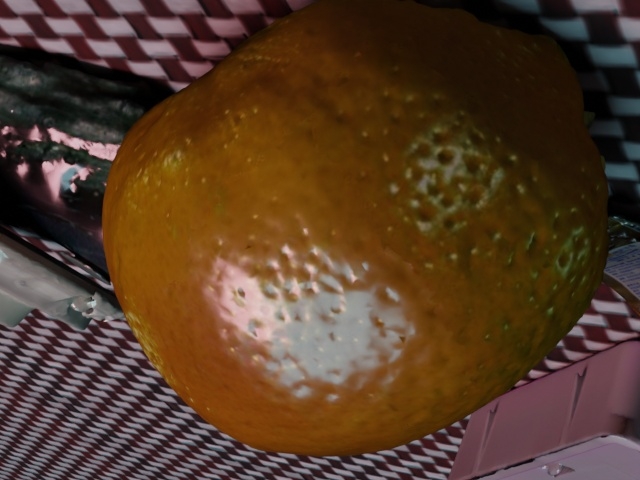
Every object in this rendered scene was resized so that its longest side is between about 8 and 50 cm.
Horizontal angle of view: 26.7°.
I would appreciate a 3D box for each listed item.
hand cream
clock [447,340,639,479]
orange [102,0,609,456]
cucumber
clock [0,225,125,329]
[{"bbox_3d":[0.174,0.037,0.648,0.163,0.039,0.062,40,151,-22],"label":"hand cream"},{"bbox_3d":[0.181,0.135,0.791,0.150,0.063,0.197,27,153,-12],"label":"clock"},{"bbox_3d":[-0.002,0.003,0.571,0.179,0.158,0.237,51,146,-18],"label":"orange"},{"bbox_3d":[-0.127,-0.032,0.697,0.193,0.086,0.115,24,162,14],"label":"cucumber"},{"bbox_3d":[-0.218,-0.001,0.761,0.236,0.053,0.236,31,176,3],"label":"clock"}]
